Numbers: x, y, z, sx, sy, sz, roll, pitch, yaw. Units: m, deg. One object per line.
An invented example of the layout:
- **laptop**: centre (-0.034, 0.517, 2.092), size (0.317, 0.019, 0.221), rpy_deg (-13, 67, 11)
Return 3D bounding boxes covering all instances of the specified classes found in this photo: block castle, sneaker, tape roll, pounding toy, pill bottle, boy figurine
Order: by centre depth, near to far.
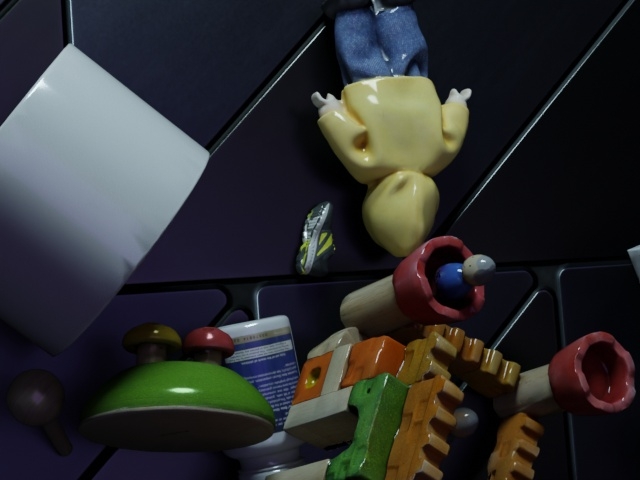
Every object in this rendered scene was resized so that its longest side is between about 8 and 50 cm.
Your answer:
- **tape roll**: centre (-0.240, -0.037, 1.374), size (0.169, 0.246, 0.246), rpy_deg (37, 75, -11)
- **pounding toy**: centre (-0.160, 0.130, 1.393), size (0.236, 0.183, 0.110), rpy_deg (-3, 70, 8)
- **block castle**: centre (0.131, 0.247, 1.405), size (0.303, 0.213, 0.453), rpy_deg (32, 58, -23)
- **pill bottle**: centre (-0.062, 0.166, 1.490), size (0.094, 0.094, 0.169), rpy_deg (-11, 88, -19)
- **sneaker**: centre (0.000, 0.000, 1.565), size (0.035, 0.031, 0.083), rpy_deg (22, 82, -29)
- **boy figurine**: centre (0.082, -0.125, 1.569), size (0.177, 0.092, 0.285), rpy_deg (-10, 89, -19)

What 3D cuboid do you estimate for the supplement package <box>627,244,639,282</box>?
- **supplement package**: centre (0.500, 0.029, 1.600), size (0.204, 0.262, 0.145), rpy_deg (-23, 91, -18)
